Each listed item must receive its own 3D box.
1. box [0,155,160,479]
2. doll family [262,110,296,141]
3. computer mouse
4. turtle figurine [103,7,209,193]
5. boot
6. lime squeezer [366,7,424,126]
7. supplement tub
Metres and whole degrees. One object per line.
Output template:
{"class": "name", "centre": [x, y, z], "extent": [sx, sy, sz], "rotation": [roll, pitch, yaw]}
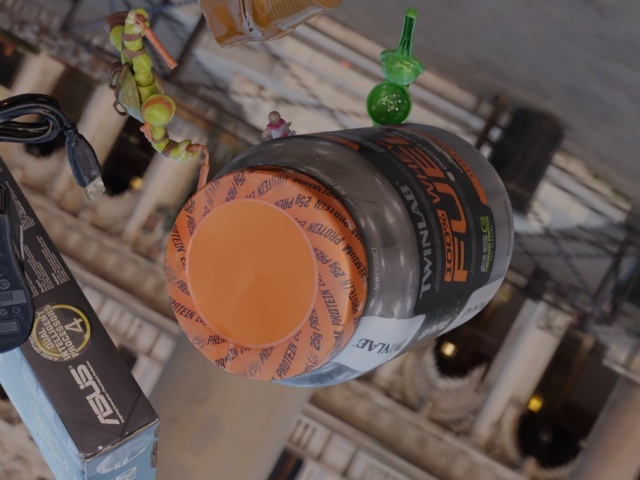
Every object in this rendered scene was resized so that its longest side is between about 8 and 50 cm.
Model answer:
{"class": "box", "centre": [-0.309, 0.102, 1.497], "extent": [0.395, 0.097, 0.318], "rotation": [56, 158, 17]}
{"class": "doll family", "centre": [0.000, 0.000, 1.400], "extent": [0.263, 0.118, 0.163], "rotation": [49, 178, -11]}
{"class": "computer mouse", "centre": [-0.275, -0.020, 1.210], "extent": [0.060, 0.184, 0.262], "rotation": [-108, 7, -54]}
{"class": "turtle figurine", "centre": [-0.221, -0.185, 1.731], "extent": [0.217, 0.087, 0.269], "rotation": [-122, 11, -53]}
{"class": "boot", "centre": [-0.067, -0.351, 1.403], "extent": [0.104, 0.295, 0.211], "rotation": [-5, -178, -38]}
{"class": "lime squeezer", "centre": [0.078, -0.177, 1.642], "extent": [0.059, 0.310, 0.110], "rotation": [34, -133, 16]}
{"class": "supplement tub", "centre": [0.022, 0.007, 1.106], "extent": [0.193, 0.193, 0.316], "rotation": [28, -161, 20]}
